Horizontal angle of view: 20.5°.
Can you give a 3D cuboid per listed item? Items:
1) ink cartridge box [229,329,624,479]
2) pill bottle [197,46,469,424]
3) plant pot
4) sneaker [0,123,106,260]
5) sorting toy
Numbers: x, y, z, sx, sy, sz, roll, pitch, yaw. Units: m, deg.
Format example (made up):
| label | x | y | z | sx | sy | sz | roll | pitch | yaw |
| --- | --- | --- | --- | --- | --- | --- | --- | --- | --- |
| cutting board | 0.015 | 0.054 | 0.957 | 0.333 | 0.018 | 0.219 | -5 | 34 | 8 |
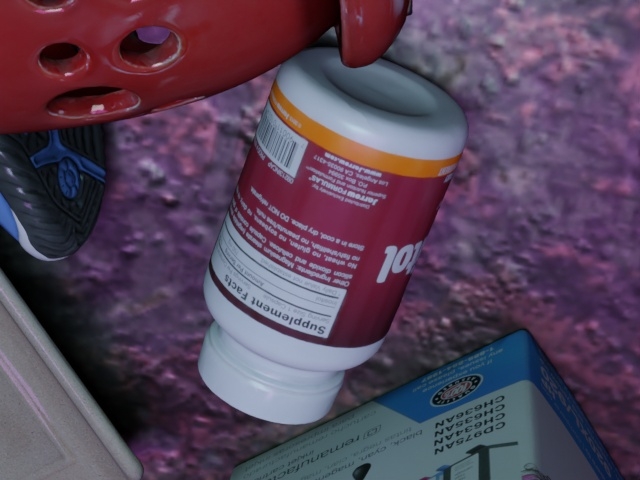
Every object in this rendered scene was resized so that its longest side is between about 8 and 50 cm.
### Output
| label | x | y | z | sx | sy | sz | roll | pitch | yaw |
| --- | --- | --- | --- | --- | --- | --- | --- | --- | --- |
| ink cartridge box | 0.057 | 0.187 | 0.761 | 0.171 | 0.232 | 0.168 | -27 | 109 | 16 |
| pill bottle | 0.000 | 0.000 | 0.766 | 0.086 | 0.086 | 0.152 | 20 | 115 | -3 |
| plant pot | -0.058 | -0.140 | 0.659 | 0.174 | 0.191 | 0.191 | -6 | 113 | -2 |
| sneaker | -0.168 | -0.080 | 0.761 | 0.081 | 0.080 | 0.211 | -23 | 106 | 32 |
| sorting toy | -0.203 | 0.074 | 0.842 | 0.196 | 0.047 | 0.347 | -26 | 109 | 20 |
